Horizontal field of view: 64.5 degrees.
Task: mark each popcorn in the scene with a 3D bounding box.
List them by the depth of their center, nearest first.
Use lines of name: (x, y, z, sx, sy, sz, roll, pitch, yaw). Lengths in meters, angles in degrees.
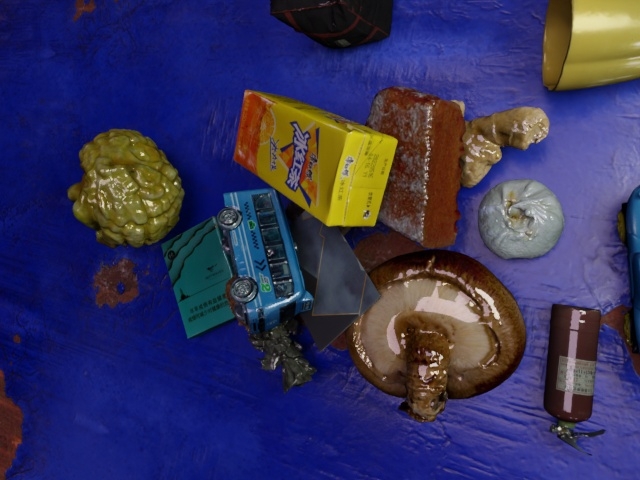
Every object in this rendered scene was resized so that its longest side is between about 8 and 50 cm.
popcorn: (-0.428, -0.109, 1.122, 0.257, 0.224, 0.271, 13, 99, 41)

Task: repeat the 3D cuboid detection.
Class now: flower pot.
flower pot: (0.448, -0.325, 0.769, 0.179, 0.195, 0.195, 3, 86, 12)

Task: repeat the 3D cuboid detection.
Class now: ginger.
ginger: (0.226, -0.183, 0.903, 0.333, 0.081, 0.148, 22, 115, 36)

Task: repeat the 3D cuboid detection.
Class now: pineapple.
pineapple: (-0.093, 0.172, 0.992, 0.128, 0.128, 0.248, -31, 75, 19)

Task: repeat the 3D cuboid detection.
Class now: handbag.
handbag: (0.021, -0.447, 0.952, 0.169, 0.215, 0.155, 11, 98, 28)

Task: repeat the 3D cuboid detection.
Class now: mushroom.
mushroom: (0.186, 0.155, 0.850, 0.297, 0.163, 0.278, -3, 75, 26)

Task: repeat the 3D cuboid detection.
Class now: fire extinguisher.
fire extinguisher: (0.405, 0.219, 0.796, 0.099, 0.071, 0.231, 5, 87, -3)

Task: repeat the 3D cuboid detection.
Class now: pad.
pad: (-0.003, 0.056, 0.917, 0.164, 0.004, 0.243, -47, 54, 23)

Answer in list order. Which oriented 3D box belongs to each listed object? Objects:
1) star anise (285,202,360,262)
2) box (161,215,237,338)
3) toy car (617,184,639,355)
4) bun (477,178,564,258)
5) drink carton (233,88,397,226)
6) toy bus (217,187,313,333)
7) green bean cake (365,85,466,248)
star anise: (-0.014, -0.003, 0.998, 0.196, 0.073, 0.212, -7, 87, 32)
box: (-0.254, 0.081, 1.118, 0.160, 0.042, 0.226, -26, 75, 19)
toy car: (0.531, 0.056, 0.701, 0.198, 0.166, 0.314, -3, 85, 28)
bun: (0.329, -0.037, 0.842, 0.140, 0.083, 0.141, -3, 84, 27)
drink carton: (-0.027, -0.160, 0.908, 0.351, 0.111, 0.155, 37, 121, 49)
toy bus: (-0.106, 0.033, 0.914, 0.134, 0.113, 0.246, -11, 64, -12)
green bean cake: (0.159, -0.128, 0.853, 0.198, 0.097, 0.233, 29, 118, 36)
